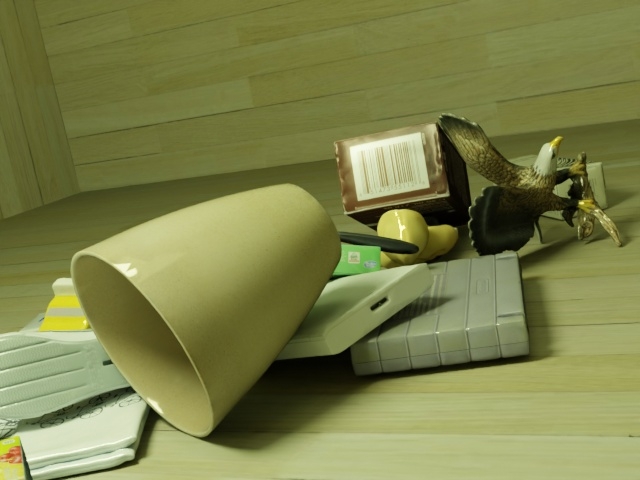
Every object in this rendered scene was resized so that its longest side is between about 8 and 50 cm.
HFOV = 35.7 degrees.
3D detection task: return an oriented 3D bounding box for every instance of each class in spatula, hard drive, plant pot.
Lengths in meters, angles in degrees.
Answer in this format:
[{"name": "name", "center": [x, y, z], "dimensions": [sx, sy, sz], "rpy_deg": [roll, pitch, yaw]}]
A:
[{"name": "spatula", "center": [0.000, 0.000, 1.485], "dimensions": [0.296, 0.030, 0.084], "rpy_deg": [3, -15, 0]}, {"name": "hard drive", "center": [-0.017, 0.106, 1.362], "dimensions": [0.203, 0.040, 0.307], "rpy_deg": [-31, 11, -38]}, {"name": "plant pot", "center": [-0.112, 0.053, 1.205], "dimensions": [0.274, 0.257, 0.256], "rpy_deg": [-35, 23, -30]}]

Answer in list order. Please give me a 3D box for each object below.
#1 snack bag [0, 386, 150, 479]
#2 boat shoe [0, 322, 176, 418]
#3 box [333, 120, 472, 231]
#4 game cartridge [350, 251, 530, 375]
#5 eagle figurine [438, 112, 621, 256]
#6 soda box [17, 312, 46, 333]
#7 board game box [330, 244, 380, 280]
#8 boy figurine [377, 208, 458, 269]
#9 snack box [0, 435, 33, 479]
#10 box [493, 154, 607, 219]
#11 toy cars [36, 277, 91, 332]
[{"name": "snack bag", "center": [-0.382, 0.239, 1.272], "dimensions": [0.342, 0.037, 0.323], "rpy_deg": [-12, 12, -1]}, {"name": "boat shoe", "center": [-0.330, 0.166, 1.284], "dimensions": [0.302, 0.109, 0.094], "rpy_deg": [-5, -6, -19]}, {"name": "box", "center": [0.165, -0.102, 1.850], "dimensions": [0.191, 0.143, 0.381], "rpy_deg": [-10, -7, 15]}, {"name": "game cartridge", "center": [0.169, 0.097, 1.379], "dimensions": [0.230, 0.068, 0.355], "rpy_deg": [-13, 11, 13]}, {"name": "eagle figurine", "center": [0.326, -0.091, 1.647], "dimensions": [0.298, 0.225, 0.226], "rpy_deg": [0, 16, -21]}, {"name": "soda box", "center": [-0.304, 0.144, 1.518], "dimensions": [0.286, 0.091, 0.098], "rpy_deg": [-10, 12, 7]}, {"name": "board game box", "center": [-0.085, 0.041, 1.504], "dimensions": [0.317, 0.046, 0.213], "rpy_deg": [4, -13, -8]}, {"name": "boy figurine", "center": [0.139, 0.000, 1.659], "dimensions": [0.177, 0.092, 0.285], "rpy_deg": [-9, -4, 13]}, {"name": "snack box", "center": [-0.392, 0.281, 0.992], "dimensions": [0.207, 0.070, 0.174], "rpy_deg": [-17, 13, -17]}, {"name": "box", "center": [0.458, -0.112, 2.013], "dimensions": [0.113, 0.094, 0.275], "rpy_deg": [-14, 12, -16]}, {"name": "toy cars", "center": [-0.427, 0.135, 1.377], "dimensions": [0.393, 0.087, 0.176], "rpy_deg": [-26, 30, -21]}]
